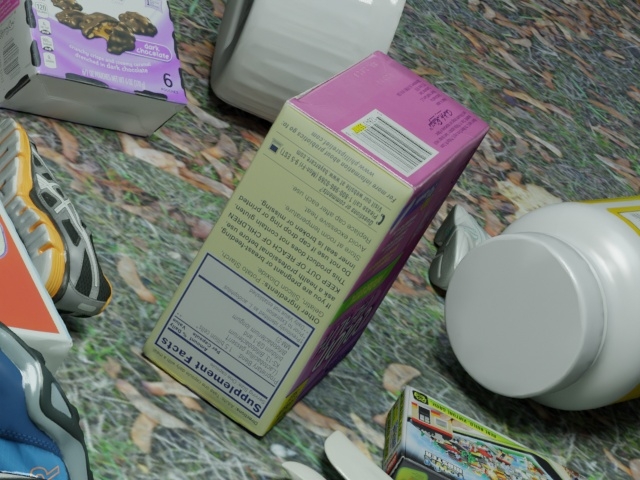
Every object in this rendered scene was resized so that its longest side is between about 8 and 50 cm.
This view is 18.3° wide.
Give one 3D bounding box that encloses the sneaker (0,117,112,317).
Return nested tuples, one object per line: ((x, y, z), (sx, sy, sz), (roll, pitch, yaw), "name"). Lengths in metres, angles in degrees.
((-0.223, -0.013, 1.530), (0.083, 0.084, 0.215), (29, 24, -39), "sneaker")

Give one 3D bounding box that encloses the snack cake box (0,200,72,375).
((-0.295, 0.008, 1.379), (0.152, 0.089, 0.264), (13, 30, -38), "snack cake box")

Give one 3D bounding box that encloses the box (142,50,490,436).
((0.000, -0.002, 1.555), (0.117, 0.243, 0.213), (35, 24, 8), "box")

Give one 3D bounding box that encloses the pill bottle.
((0.262, 0.055, 1.820), (0.188, 0.188, 0.334), (44, 27, 26), "pill bottle")

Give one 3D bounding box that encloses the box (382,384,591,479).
((0.148, 0.202, 1.591), (0.207, 0.036, 0.114), (28, 25, -9), "box")

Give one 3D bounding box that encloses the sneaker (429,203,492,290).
((0.144, 0.013, 1.928), (0.061, 0.054, 0.152), (32, 23, -5), "sneaker")

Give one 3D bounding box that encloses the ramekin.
((-0.010, -0.240, 1.976), (0.135, 0.277, 0.277), (18, 26, -11), "ramekin")

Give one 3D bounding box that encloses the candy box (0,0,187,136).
((-0.220, -0.207, 1.806), (0.164, 0.070, 0.196), (9, 59, -40), "candy box")

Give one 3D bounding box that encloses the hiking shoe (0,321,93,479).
((-0.185, 0.156, 1.083), (0.304, 0.113, 0.132), (58, 28, -9), "hiking shoe")

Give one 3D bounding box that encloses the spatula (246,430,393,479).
((0.055, 0.242, 1.437), (0.242, 0.019, 0.168), (43, 26, 17), "spatula")
